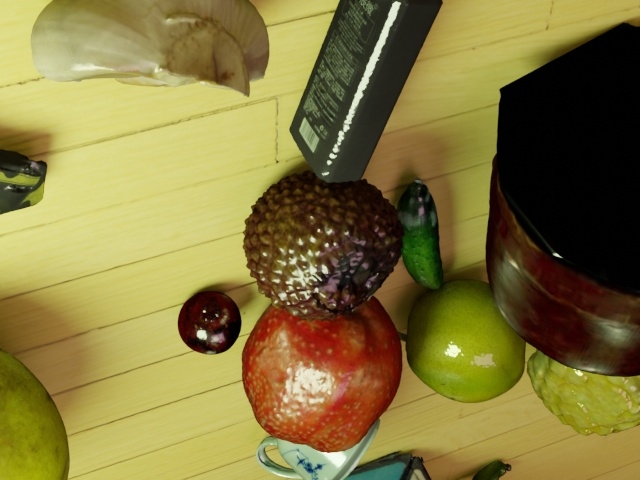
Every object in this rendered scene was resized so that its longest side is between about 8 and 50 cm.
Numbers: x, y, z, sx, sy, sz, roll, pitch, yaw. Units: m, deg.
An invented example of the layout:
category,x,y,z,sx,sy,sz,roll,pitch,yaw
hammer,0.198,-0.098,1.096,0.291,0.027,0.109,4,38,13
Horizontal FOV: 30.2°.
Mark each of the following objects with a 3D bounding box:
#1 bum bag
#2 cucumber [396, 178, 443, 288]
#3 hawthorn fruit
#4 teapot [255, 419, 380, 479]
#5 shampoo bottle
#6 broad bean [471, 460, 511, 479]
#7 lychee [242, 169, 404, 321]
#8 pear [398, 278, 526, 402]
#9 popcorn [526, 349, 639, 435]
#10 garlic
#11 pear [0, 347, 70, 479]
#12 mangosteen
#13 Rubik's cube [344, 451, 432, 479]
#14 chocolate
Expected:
category,x,y,z,sx,sy,sz,roll,pitch,yaw
bum bag,-0.368,-0.070,1.142,0.106,0.060,0.232,-40,140,26
cucumber,0.128,-0.006,1.536,0.056,0.056,0.250,-24,143,-7
hawthorn fruit,0.010,0.142,1.508,0.205,0.205,0.253,6,125,-37
teapot,-0.008,0.264,1.691,0.159,0.159,0.232,7,134,-38
shampoo bottle,0.053,-0.207,1.227,0.071,0.098,0.309,-3,135,-30
broad bean,0.259,0.483,2.084,0.256,0.052,0.052,-51,163,-33
lychee,0.000,0.000,1.362,0.188,0.188,0.188,-18,140,-15
pear,0.180,0.141,1.660,0.216,0.166,0.180,-1,152,5
popcorn,0.442,0.183,1.808,0.174,0.225,0.286,-44,153,-38
garlic,-0.156,-0.205,1.076,0.229,0.178,0.143,-15,111,-45
pear,-0.408,0.239,1.305,0.269,0.269,0.321,-11,126,-23
mangosteen,-0.137,0.104,1.467,0.081,0.081,0.081,-18,140,-15
Rubik's cube,0.066,0.572,1.927,0.305,0.307,0.310,-12,139,-23
chocolate,0.367,-0.016,1.482,0.383,0.384,0.331,-18,157,-15
